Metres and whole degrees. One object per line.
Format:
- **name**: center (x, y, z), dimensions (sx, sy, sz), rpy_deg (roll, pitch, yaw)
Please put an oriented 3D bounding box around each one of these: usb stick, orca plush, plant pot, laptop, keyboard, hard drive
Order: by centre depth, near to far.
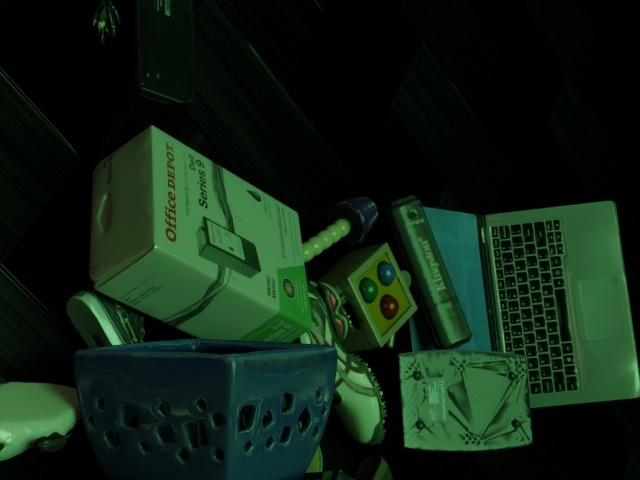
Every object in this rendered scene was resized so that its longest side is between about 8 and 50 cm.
- **orca plush**: center (-0.373, 0.237, 1.254), dimensions (0.102, 0.151, 0.287), rpy_deg (-68, 170, 15)
- **plant pot**: center (-0.133, 0.229, 1.345), dimensions (0.236, 0.236, 0.212), rpy_deg (5, 85, -59)
- **keyboard**: center (-0.257, -0.357, 1.622), dimensions (0.201, 0.033, 0.317), rpy_deg (15, 67, -53)
- **hard drive**: center (0.239, 0.274, 1.928), dimensions (0.255, 0.054, 0.172), rpy_deg (3, 76, -24)
- **usb stick**: center (0.186, 0.058, 1.966), dimensions (0.077, 0.045, 0.278), rpy_deg (-19, 86, -22)
- **laptop**: center (0.367, 0.113, 2.058), dimensions (0.236, 0.408, 0.382), rpy_deg (49, 35, -78)

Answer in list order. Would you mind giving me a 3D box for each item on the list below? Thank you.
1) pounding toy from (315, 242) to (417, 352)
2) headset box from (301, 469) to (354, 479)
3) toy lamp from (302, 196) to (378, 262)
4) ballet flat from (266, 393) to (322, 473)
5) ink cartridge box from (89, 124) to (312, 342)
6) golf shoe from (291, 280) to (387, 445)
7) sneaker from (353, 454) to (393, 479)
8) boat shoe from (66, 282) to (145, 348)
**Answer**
- **pounding toy**: center (0.108, 0.097, 1.860), dimensions (0.206, 0.094, 0.181), rpy_deg (-40, 110, -47)
- **headset box**: center (-0.056, 0.433, 1.426), dimensions (0.131, 0.283, 0.246), rpy_deg (43, 51, -34)
- **toy lamp**: center (0.000, 0.000, 1.778), dimensions (0.275, 0.080, 0.080), rpy_deg (-33, 105, -49)
- **ballet flat**: center (-0.052, 0.268, 1.591), dimensions (0.073, 0.080, 0.232), rpy_deg (37, 17, -24)
- **ink cartridge box**: center (-0.157, 0.010, 1.517), dimensions (0.289, 0.121, 0.211), rpy_deg (30, 39, -40)
- **golf shoe**: center (0.007, 0.200, 1.730), dimensions (0.120, 0.105, 0.273), rpy_deg (-26, 95, -32)
- **sneaker**: center (0.068, 0.417, 1.741), dimensions (0.071, 0.066, 0.188), rpy_deg (59, 43, -21)
- **boat shoe**: center (-0.249, 0.133, 1.459), dimensions (0.083, 0.065, 0.183), rpy_deg (-40, 110, -49)
